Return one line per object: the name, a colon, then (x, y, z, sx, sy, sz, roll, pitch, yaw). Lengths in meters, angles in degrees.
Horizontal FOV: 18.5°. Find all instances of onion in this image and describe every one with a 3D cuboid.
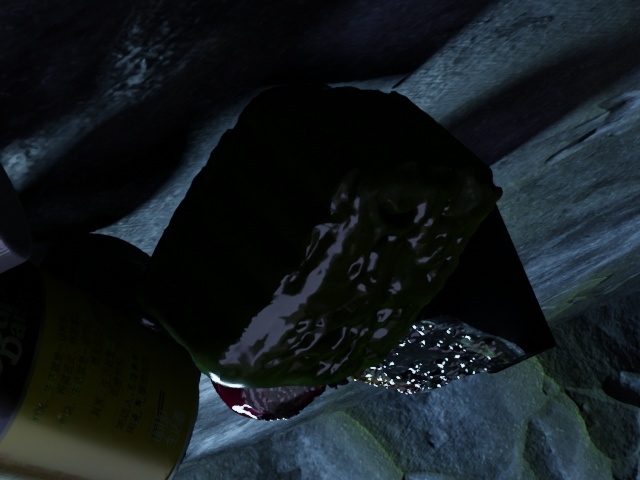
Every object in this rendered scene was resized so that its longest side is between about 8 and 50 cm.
onion: (-0.070, 0.099, 2.275, 0.173, 0.198, 0.135, -35, -146, -18)

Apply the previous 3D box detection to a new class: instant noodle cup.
instant noodle cup: (-0.228, 0.110, 1.520, 0.236, 0.215, 0.215, 23, 143, -30)

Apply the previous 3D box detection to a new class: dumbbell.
dumbbell: (-0.227, 0.109, 1.777, 0.290, 0.192, 0.192, -34, 165, 35)

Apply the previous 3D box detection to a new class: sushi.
sushi: (0.096, 0.063, 2.148, 0.212, 0.215, 0.227, -29, 168, 30)

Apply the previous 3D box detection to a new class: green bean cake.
green bean cake: (0.000, 0.000, 1.644, 0.247, 0.156, 0.250, -55, 155, 20)

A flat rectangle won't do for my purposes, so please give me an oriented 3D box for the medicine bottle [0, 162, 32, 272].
medicine bottle: (-0.296, 0.001, 1.357, 0.168, 0.105, 0.105, -24, 169, 7)
